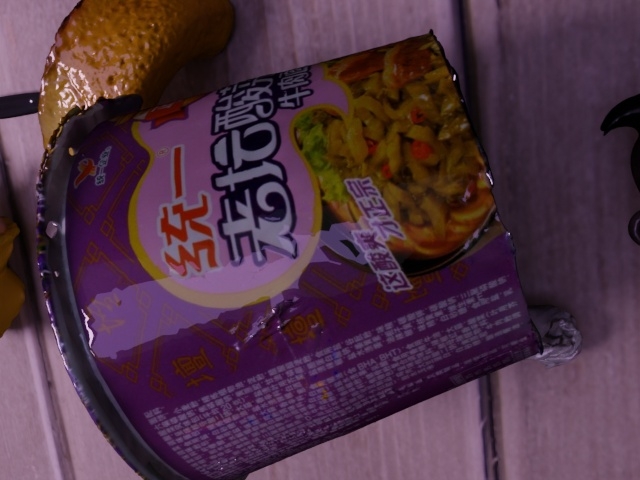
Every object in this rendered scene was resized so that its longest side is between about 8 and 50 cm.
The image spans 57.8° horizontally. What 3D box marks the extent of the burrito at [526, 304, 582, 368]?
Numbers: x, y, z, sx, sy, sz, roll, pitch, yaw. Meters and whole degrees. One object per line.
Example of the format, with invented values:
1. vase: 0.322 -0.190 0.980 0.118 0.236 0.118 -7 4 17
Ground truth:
1. burrito: 0.140 0.091 0.556 0.203 0.064 0.064 -3 101 20

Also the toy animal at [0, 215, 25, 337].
1. toy animal: -0.442 0.031 0.702 0.156 0.156 0.229 13 102 16

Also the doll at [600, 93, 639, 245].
1. doll: 0.339 -0.080 0.418 0.257 0.117 0.182 -40 85 22

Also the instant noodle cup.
1. instant noodle cup: 0.000 0.000 0.459 0.266 0.340 0.339 -20 95 13

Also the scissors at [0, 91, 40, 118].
1. scissors: -0.410 -0.160 0.715 0.220 0.017 0.087 -3 100 19

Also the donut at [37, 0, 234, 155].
1. donut: -0.191 -0.153 0.567 0.101 0.152 0.259 33 111 7
